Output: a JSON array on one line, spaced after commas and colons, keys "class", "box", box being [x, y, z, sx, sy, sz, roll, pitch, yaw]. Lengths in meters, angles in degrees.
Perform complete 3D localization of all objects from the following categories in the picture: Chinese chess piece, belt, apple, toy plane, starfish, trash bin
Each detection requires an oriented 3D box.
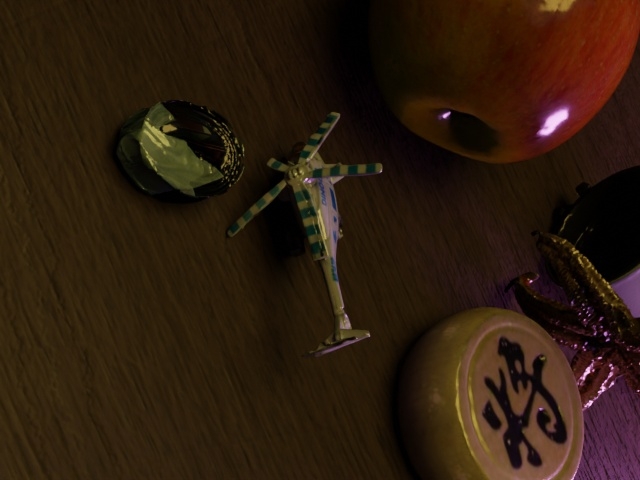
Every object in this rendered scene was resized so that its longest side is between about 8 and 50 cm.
[{"class": "Chinese chess piece", "box": [0.209, 0.209, 1.224, 0.257, 0.104, 0.257, 15, 66, -37]}, {"class": "belt", "box": [-0.148, -0.092, 1.064, 0.140, 0.058, 0.105, 15, 71, -40]}, {"class": "apple", "box": [0.217, -0.268, 1.250, 0.339, 0.339, 0.339, 15, 65, -36]}, {"class": "toy plane", "box": [0.011, -0.003, 1.097, 0.273, 0.182, 0.107, 55, 2, 31]}, {"class": "starfish", "box": [0.363, 0.125, 1.289, 0.113, 0.303, 0.312, -45, 146, -32]}, {"class": "trash bin", "box": [0.487, 0.056, 1.430, 0.262, 0.217, 0.277, 40, 12, -24]}]

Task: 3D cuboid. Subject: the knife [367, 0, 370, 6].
[{"class": "knife", "box": [0.132, -0.325, 1.406, 0.162, 0.023, 0.044, 6, 73, -39]}]
